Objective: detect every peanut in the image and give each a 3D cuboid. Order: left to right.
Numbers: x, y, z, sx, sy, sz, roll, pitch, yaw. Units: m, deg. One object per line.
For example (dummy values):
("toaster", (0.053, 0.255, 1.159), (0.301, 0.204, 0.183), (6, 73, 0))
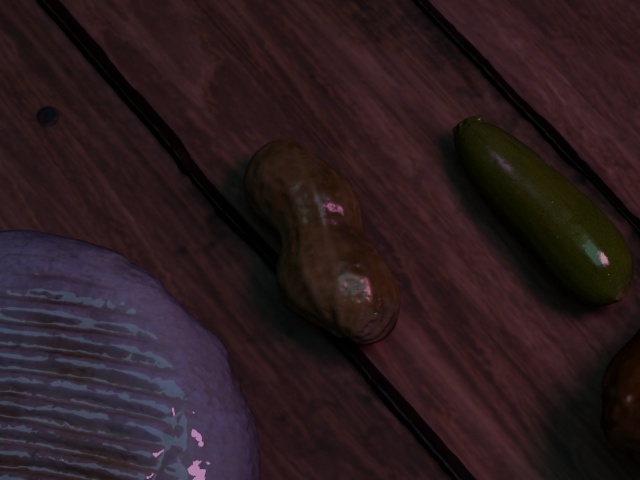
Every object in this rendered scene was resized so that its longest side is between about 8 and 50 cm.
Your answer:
("peanut", (-0.002, 0.001, 1.528), (0.089, 0.089, 0.193), (-21, 64, -8))

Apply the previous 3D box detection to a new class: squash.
("squash", (0.177, -0.026, 1.546), (0.066, 0.066, 0.201), (-34, 65, -13))

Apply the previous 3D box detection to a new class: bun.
("bun", (-0.218, 0.177, 1.381), (0.362, 0.211, 0.362), (1, 65, -2))

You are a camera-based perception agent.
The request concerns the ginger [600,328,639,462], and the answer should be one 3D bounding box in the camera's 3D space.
("ginger", (0.357, 0.086, 1.451), (0.321, 0.172, 0.165), (-17, 105, 0))
